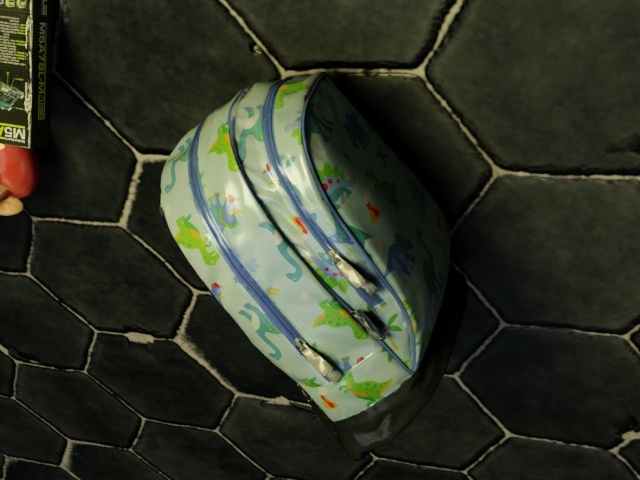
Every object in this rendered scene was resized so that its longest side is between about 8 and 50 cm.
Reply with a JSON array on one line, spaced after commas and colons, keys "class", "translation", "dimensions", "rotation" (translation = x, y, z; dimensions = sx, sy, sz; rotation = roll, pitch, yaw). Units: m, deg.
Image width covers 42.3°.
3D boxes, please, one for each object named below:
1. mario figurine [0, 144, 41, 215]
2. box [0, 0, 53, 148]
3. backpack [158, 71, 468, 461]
[{"class": "mario figurine", "translation": [-0.494, -0.050, 1.036], "dimensions": [0.321, 0.170, 0.198], "rotation": [-36, 124, 19]}, {"class": "box", "translation": [-0.391, -0.206, 0.918], "dimensions": [0.191, 0.045, 0.184], "rotation": [9, 107, 14]}, {"class": "backpack", "translation": [0.000, 0.000, 0.876], "dimensions": [0.356, 0.290, 0.273], "rotation": [39, 127, -7]}]
